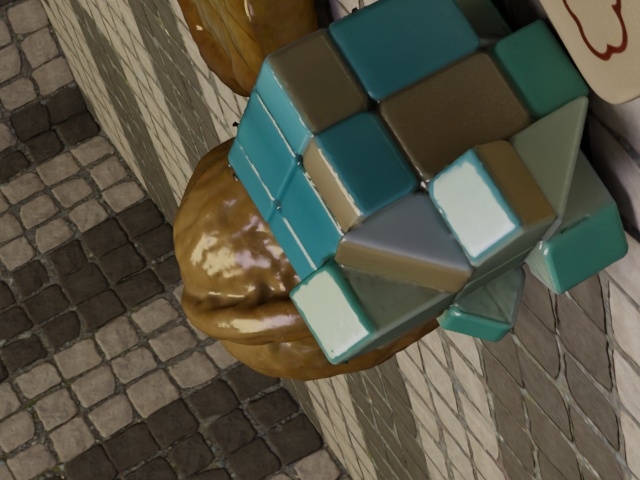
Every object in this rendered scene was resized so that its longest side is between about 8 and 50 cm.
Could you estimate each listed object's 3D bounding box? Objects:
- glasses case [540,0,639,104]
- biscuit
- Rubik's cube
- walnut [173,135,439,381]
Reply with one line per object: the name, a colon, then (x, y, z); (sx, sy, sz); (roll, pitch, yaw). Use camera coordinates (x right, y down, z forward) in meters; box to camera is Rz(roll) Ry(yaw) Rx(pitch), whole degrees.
glasses case: (0.102, -0.231, 0.767); (0.336, 0.076, 0.144); (60, 169, 1)
biscuit: (-0.075, -0.237, 1.514); (0.274, 0.091, 0.213); (43, 156, 54)
Rubik's cube: (0.065, -0.031, 1.081); (0.213, 0.224, 0.265); (58, 163, 9)
walnut: (0.000, 0.000, 1.357); (0.224, 0.257, 0.257); (65, 168, -24)
